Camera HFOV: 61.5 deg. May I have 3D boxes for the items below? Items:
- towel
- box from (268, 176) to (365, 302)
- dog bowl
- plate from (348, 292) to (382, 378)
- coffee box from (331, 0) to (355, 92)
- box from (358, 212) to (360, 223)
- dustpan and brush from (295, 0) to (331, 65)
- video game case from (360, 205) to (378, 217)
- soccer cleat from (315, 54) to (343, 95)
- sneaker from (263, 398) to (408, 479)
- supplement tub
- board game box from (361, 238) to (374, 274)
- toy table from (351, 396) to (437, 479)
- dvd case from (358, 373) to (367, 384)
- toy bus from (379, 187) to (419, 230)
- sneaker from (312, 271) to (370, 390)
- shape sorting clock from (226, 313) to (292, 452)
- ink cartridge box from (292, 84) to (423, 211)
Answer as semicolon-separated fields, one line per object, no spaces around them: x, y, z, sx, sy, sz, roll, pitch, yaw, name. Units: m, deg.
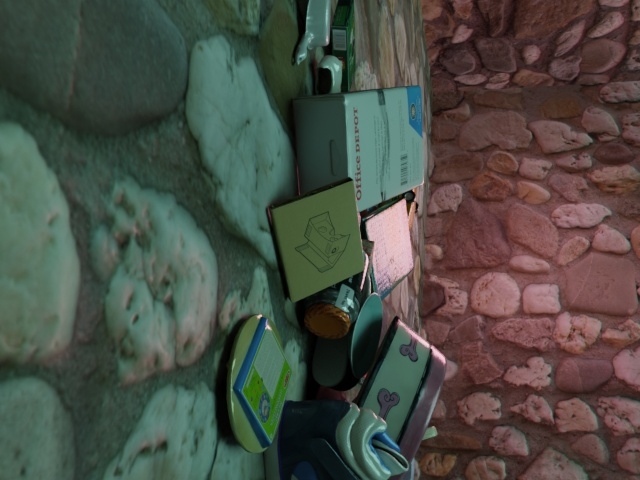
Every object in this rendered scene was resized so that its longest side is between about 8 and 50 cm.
0.208;0.024;1.680;0.370;0.040;0.271;-29;115;-59;towel
0.000;0.000;0.980;0.021;0.164;0.201;41;-32;52;box
0.153;0.389;1.233;0.408;0.150;0.408;-62;169;-21;dog bowl
0.094;0.205;1.171;0.188;0.024;0.188;-31;125;-59;plate
0.054;-0.445;1.248;0.184;0.040;0.113;83;16;-55;coffee box
0.052;-0.041;1.305;0.191;0.045;0.184;71;24;-49;box
-0.014;-0.419;1.062;0.147;0.060;0.211;88;5;-58;dustpan and brush
0.153;0.025;1.682;0.204;0.025;0.285;26;66;-72;video game case
0.022;-0.299;1.168;0.076;0.068;0.196;-45;136;-44;soccer cleat
0.034;0.425;0.937;0.130;0.236;0.323;-50;138;-64;sneaker
0.031;0.101;1.118;0.190;0.117;0.117;-73;157;-44;supplement tub
0.109;0.085;1.417;0.193;0.045;0.147;-48;146;-78;board game box
0.182;0.556;1.471;0.161;0.252;0.274;27;54;-62;toy table
0.132;0.383;1.656;0.087;0.013;0.119;51;44;-65;dvd case
0.289;-0.195;1.940;0.108;0.130;0.333;51;43;-64;toy bus
0.057;0.213;1.253;0.147;0.104;0.296;68;34;-57;sneaker
-0.096;0.217;0.828;0.206;0.040;0.206;-8;90;-71;shape sorting clock
0.089;-0.198;1.119;0.307;0.129;0.223;-25;116;-49;ink cartridge box
